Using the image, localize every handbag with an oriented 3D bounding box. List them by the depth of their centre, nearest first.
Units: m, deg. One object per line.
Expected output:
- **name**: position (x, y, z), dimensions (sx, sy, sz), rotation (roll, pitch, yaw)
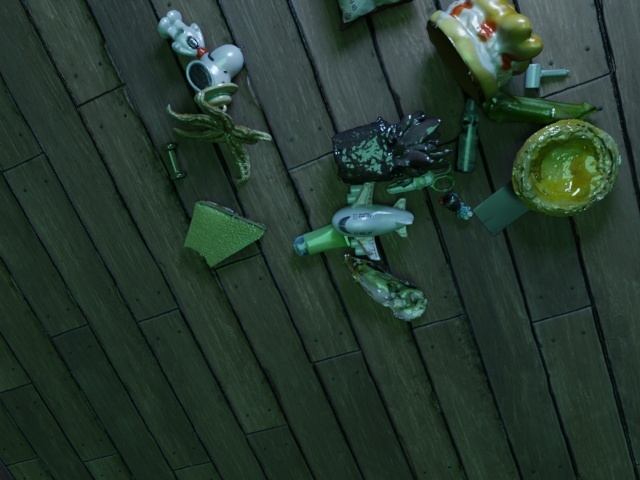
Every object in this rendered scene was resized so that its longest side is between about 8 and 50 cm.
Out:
- **handbag**: position (0.129, -0.700, 1.145), dimensions (0.234, 0.127, 0.213), rotation (-18, 103, 10)

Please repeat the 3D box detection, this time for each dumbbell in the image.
- **dumbbell**: position (-0.472, -0.254, 1.408), dimensions (0.052, 0.046, 0.118), rotation (-10, 106, 16)

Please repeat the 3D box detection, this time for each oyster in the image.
- **oyster**: position (0.210, 0.142, 1.427), dimensions (0.344, 0.079, 0.129), rotation (35, 116, -13)

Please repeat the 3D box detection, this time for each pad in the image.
- **pad**: position (0.562, -0.101, 1.343), dimensions (0.157, 0.003, 0.112), rotation (-40, 99, 17)

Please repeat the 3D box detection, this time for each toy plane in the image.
- **toy plane**: position (0.159, -0.062, 1.350), dimensions (0.251, 0.118, 0.253), rotation (3, 108, 9)

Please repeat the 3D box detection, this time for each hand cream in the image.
- **hand cream**: position (0.000, 0.000, 1.429), dimensions (0.174, 0.046, 0.095), rotation (-19, 100, 4)

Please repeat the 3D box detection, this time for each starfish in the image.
- **starfish**: position (-0.291, -0.311, 1.312), dimensions (0.374, 0.094, 0.327), rotation (5, 144, 39)

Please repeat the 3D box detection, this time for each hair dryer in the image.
- **hair dryer**: position (0.629, -0.455, 1.210), dimensions (0.124, 0.038, 0.063), rotation (-3, 109, 1)

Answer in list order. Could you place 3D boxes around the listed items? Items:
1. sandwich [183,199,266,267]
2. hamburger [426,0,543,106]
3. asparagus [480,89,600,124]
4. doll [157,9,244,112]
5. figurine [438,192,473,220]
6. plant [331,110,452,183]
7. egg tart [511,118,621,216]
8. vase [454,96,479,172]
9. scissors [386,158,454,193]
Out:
- **sandwich**: position (-0.322, -0.001, 1.465), dimensions (0.244, 0.063, 0.212), rotation (24, 112, 0)
- **hamburger**: position (0.407, -0.491, 1.084), dimensions (0.186, 0.303, 0.261), rotation (-34, 106, 20)
- **asparagus**: position (0.598, -0.362, 1.220), dimensions (0.342, 0.082, 0.085), rotation (12, 73, 3)
- **doll**: position (-0.357, -0.514, 1.276), dimensions (0.271, 0.144, 0.208), rotation (26, 88, -5)
- **figurine**: position (0.417, -0.102, 1.343), dimensions (0.106, 0.047, 0.060), rotation (38, 144, -13)
- **plant**: position (0.199, -0.260, 1.242), dimensions (0.320, 0.194, 0.182), rotation (-12, 109, 14)
- **egg tart**: position (0.681, -0.203, 1.235), dimensions (0.287, 0.118, 0.289), rotation (2, 107, 7)
- **vase**: position (0.427, -0.305, 1.267), dimensions (0.059, 0.060, 0.212), rotation (3, 107, 7)
- **scissors**: position (0.302, -0.179, 1.340), dimensions (0.204, 0.027, 0.101), rotation (-15, 102, 10)
